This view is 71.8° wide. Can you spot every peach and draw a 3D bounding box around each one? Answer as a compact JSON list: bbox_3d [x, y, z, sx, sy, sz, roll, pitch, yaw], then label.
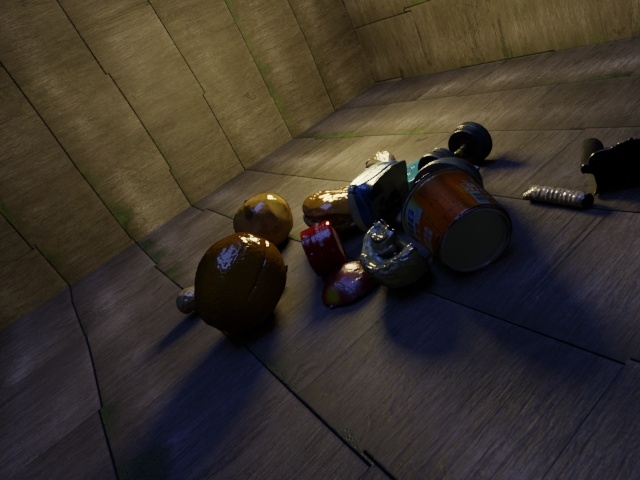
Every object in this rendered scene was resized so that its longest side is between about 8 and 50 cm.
[{"bbox_3d":[0.115,0.124,1.534,0.279,0.068,0.189,-40,31,-24],"label":"peach"}]

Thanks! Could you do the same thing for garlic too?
[{"bbox_3d":[0.317,-0.417,2.302,0.196,0.087,0.101,6,55,45],"label":"garlic"}]

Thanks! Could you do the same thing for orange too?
[{"bbox_3d":[-0.284,0.155,1.574,0.322,0.322,0.356,-2,63,41],"label":"orange"}]

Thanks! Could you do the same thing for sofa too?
[{"bbox_3d":[0.936,-0.269,1.332,0.259,0.182,0.200,-7,32,36],"label":"sofa"}]

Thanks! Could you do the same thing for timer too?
[{"bbox_3d":[0.360,-0.264,1.981,0.250,0.091,0.232,-11,31,37],"label":"timer"}]

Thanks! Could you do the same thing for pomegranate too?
[{"bbox_3d":[-0.263,-0.090,2.065,0.281,0.281,0.281,-22,27,12],"label":"pomegranate"}]

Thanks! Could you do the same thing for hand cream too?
[{"bbox_3d":[0.015,0.028,1.662,0.125,0.193,0.193,-24,26,8],"label":"hand cream"}]

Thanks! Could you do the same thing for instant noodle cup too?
[{"bbox_3d":[0.418,-0.052,1.346,0.297,0.296,0.214,-27,34,2],"label":"instant noodle cup"}]

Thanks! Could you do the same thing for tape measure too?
[{"bbox_3d":[0.228,-0.159,1.717,0.138,0.262,0.259,12,39,41],"label":"tape measure"}]

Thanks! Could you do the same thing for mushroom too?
[{"bbox_3d":[0.226,0.061,1.425,0.164,0.190,0.267,-48,40,5],"label":"mushroom"}]

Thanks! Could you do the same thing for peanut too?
[{"bbox_3d":[-0.490,0.197,1.896,0.298,0.136,0.120,-46,-2,-31],"label":"peanut"}]

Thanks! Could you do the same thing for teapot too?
[{"bbox_3d":[0.464,-0.161,1.622,0.240,0.321,0.239,36,37,17],"label":"teapot"}]

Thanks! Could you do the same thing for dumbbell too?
[{"bbox_3d":[0.557,-0.345,1.830,0.388,0.185,0.185,-39,28,-24],"label":"dumbbell"}]

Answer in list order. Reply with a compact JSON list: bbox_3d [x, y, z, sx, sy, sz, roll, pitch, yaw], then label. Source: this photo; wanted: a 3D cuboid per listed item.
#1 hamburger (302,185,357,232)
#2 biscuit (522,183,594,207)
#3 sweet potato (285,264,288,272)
[{"bbox_3d":[0.064,-0.137,1.889,0.319,0.158,0.318,-7,17,2],"label":"hamburger"},{"bbox_3d":[0.757,-0.142,1.418,0.061,0.055,0.219,-45,30,-11],"label":"biscuit"},{"bbox_3d":[-0.209,0.173,1.761,0.226,0.068,0.068,-44,27,-2],"label":"sweet potato"}]
